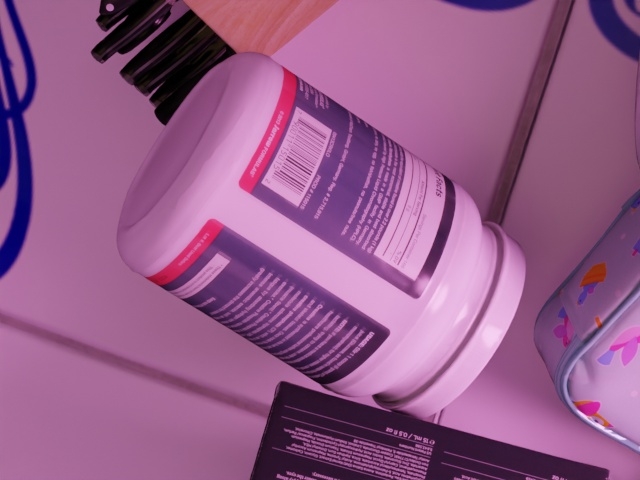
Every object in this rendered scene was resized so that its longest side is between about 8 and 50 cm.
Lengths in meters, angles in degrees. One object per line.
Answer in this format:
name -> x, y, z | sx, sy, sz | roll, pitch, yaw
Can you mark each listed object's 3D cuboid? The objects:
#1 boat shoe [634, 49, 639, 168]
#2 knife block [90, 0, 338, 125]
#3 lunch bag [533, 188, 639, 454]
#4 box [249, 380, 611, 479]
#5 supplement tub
boat shoe -> 0.294, -0.180, 1.229 | 0.088, 0.096, 0.268 | 10, 96, 15
knife block -> -0.042, -0.198, 1.292 | 0.275, 0.088, 0.242 | 1, 122, -6
lunch bag -> 0.322, 0.048, 1.235 | 0.224, 0.108, 0.279 | 33, 110, -18
box -> 0.068, 0.237, 1.242 | 0.261, 0.103, 0.184 | 15, 68, 6
supplement tub -> 0.000, 0.000, 1.248 | 0.272, 0.191, 0.191 | 33, 108, -17
